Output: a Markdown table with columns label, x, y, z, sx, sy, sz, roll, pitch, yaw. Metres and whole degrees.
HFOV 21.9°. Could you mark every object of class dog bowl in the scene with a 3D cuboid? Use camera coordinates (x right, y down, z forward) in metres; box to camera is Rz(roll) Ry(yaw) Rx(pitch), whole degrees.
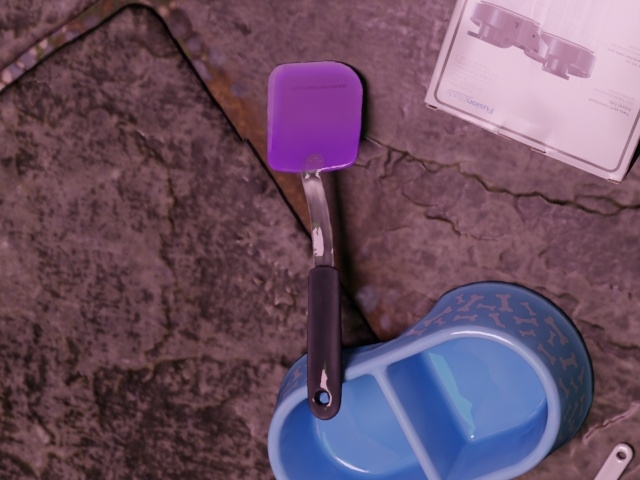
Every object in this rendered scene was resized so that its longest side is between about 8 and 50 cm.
| label | x | y | z | sx | sy | sz | roll | pitch | yaw |
| --- | --- | --- | --- | --- | --- | --- | --- | --- | --- |
| dog bowl | 0.083 | 0.149 | 1.399 | 0.297 | 0.074 | 0.166 | -24 | 99 | 25 |

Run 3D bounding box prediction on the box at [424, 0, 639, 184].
| label | x | y | z | sx | sy | sz | roll | pitch | yaw |
| --- | --- | --- | --- | --- | --- | --- | --- | --- | --- |
| box | 0.203 | -0.208 | 1.219 | 0.169 | 0.087 | 0.290 | 23 | 117 | 13 |

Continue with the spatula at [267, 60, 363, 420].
| label | x | y | z | sx | sy | sz | roll | pitch | yaw |
| --- | --- | --- | --- | --- | --- | --- | --- | --- | --- |
| spatula | 0.000 | 0.000 | 1.362 | 0.084 | 0.030 | 0.297 | -2 | 92 | 19 |

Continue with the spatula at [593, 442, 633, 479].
| label | x | y | z | sx | sy | sz | roll | pitch | yaw |
| --- | --- | --- | --- | --- | --- | --- | --- | --- | --- |
| spatula | 0.257 | 0.302 | 1.423 | 0.168 | 0.019 | 0.242 | 34 | 114 | 12 |
